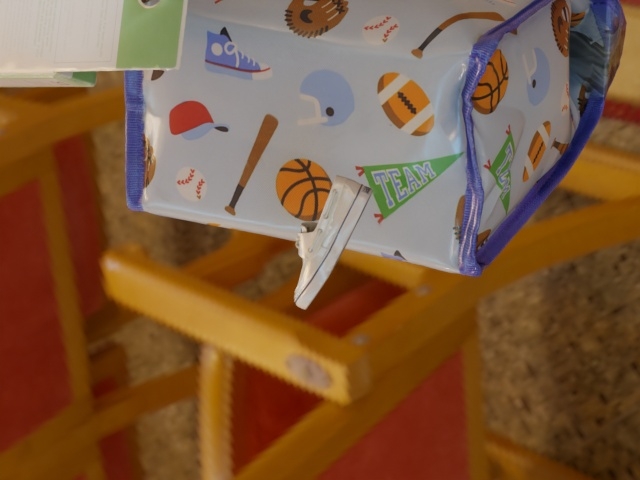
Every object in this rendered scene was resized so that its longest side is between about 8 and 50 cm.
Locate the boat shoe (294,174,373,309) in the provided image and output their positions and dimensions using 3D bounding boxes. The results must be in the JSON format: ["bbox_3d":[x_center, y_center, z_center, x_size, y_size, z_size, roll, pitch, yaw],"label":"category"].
[{"bbox_3d":[0.000,0.000,1.216,0.035,0.035,0.100,28,108,3],"label":"boat shoe"}]

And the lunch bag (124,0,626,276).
[{"bbox_3d":[0.059,-0.157,1.480,0.327,0.385,0.239,14,116,23],"label":"lunch bag"}]

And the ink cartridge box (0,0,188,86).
[{"bbox_3d":[-0.171,-0.199,1.258,0.235,0.056,0.171,3,85,32],"label":"ink cartridge box"}]
